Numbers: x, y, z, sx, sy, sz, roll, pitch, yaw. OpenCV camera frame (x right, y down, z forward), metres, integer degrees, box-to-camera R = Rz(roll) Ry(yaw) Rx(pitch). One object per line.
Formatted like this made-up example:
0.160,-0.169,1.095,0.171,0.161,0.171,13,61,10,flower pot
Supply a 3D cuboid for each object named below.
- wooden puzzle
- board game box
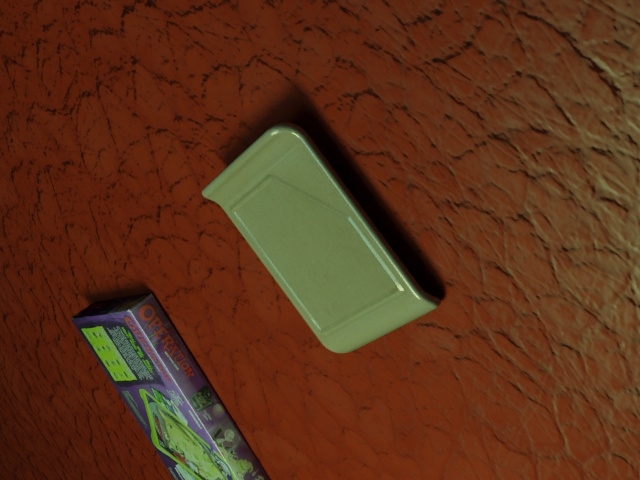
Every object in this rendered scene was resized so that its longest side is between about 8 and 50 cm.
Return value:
0.000,0.000,1.505,0.239,0.044,0.221,50,151,-3,wooden puzzle
-0.200,0.234,2.034,0.347,0.056,0.208,60,154,-12,board game box
